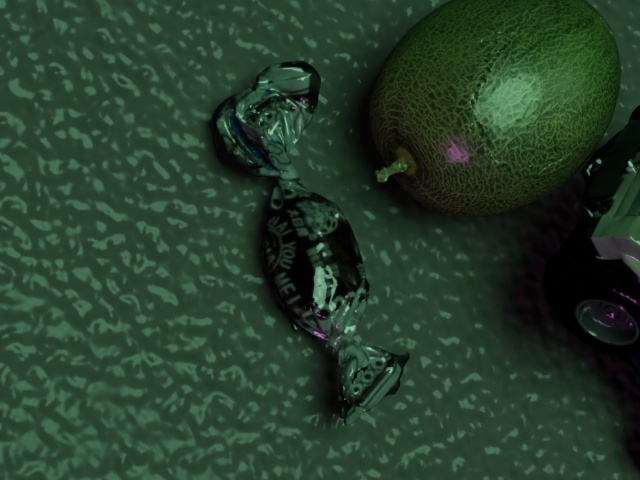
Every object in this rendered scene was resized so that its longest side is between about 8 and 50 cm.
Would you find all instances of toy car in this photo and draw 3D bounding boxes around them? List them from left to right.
[{"bbox_3d":[0.270,0.044,1.064,0.301,0.118,0.193,54,52,-26],"label":"toy car"}]

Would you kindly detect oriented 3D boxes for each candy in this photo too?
[{"bbox_3d":[0.000,0.000,1.000,0.094,0.051,0.226,-13,84,-32],"label":"candy"}]

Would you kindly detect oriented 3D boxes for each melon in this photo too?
[{"bbox_3d":[0.107,-0.087,1.028,0.192,0.139,0.139,-34,95,-27],"label":"melon"}]
